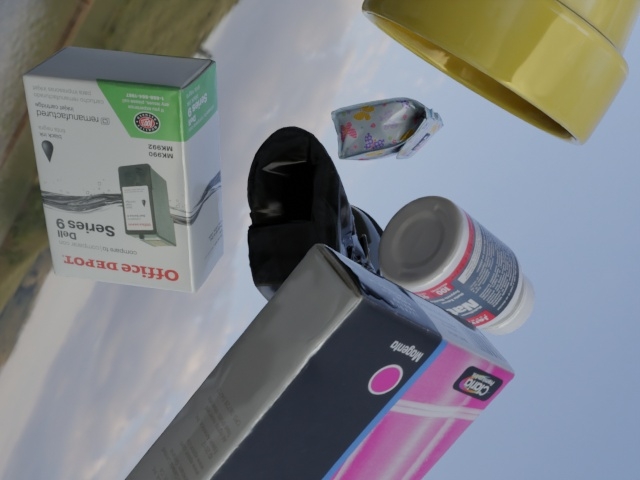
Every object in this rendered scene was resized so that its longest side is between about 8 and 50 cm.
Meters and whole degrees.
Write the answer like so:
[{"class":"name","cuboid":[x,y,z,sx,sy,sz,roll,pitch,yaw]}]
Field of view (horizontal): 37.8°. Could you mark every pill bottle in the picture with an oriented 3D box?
[{"class":"pill bottle","cuboid":[0.155,0.036,1.013,0.108,0.180,0.108,-24,-129,33]}]

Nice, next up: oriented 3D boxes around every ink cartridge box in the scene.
[{"class":"ink cartridge box","cuboid":[-0.048,0.182,0.622,0.371,0.176,0.069,-49,-135,13]},{"class":"ink cartridge box","cuboid":[-0.245,-0.089,1.211,0.121,0.211,0.289,-64,158,-58]}]

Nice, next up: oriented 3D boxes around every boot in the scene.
[{"class":"boot","cuboid":[0.001,0.002,1.227,0.146,0.445,0.367,-23,-123,7]}]

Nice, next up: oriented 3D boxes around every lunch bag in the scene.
[{"class":"lunch bag","cuboid":[0.059,-0.093,0.789,0.071,0.083,0.053,-11,90,-75]}]

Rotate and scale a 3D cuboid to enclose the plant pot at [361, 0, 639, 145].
[{"class":"plant pot","cuboid":[0.205,-0.253,0.878,0.239,0.254,0.254,-57,-163,8]}]
